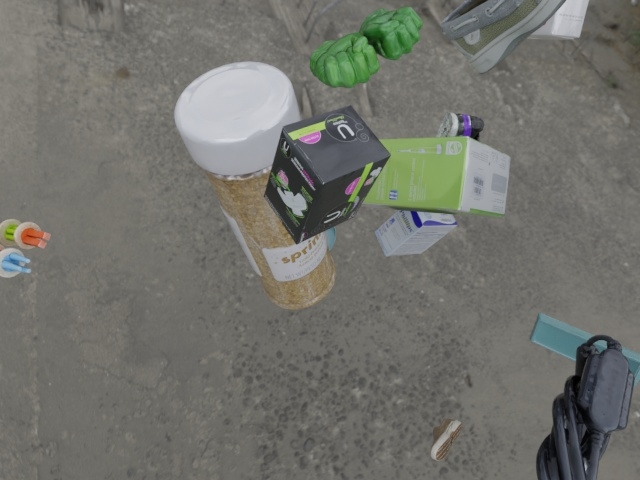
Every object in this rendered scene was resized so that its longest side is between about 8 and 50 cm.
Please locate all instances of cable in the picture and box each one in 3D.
[{"bbox_3d":[0.181,0.168,0.341,0.047,0.150,0.184,14,44,29],"label":"cable"}]

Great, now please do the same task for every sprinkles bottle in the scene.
[{"bbox_3d":[-0.060,-0.041,0.595,0.121,0.355,0.121,-5,56,7],"label":"sprinkles bottle"}]

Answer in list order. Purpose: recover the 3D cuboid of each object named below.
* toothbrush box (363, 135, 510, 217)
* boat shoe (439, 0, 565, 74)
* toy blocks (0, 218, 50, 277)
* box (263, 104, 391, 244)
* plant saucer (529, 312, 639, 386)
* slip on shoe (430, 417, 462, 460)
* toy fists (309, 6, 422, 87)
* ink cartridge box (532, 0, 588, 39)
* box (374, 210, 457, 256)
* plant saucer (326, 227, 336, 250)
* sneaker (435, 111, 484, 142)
[{"bbox_3d":[0.178,-0.116,0.883,0.206,0.283,0.122,2,96,-51],"label":"toothbrush box"},{"bbox_3d":[0.246,-0.319,0.570,0.103,0.320,0.118,36,83,-2],"label":"boat shoe"},{"bbox_3d":[-0.545,0.014,0.846,0.148,0.054,0.123,11,38,25],"label":"toy blocks"},{"bbox_3d":[0.002,-0.047,0.348,0.062,0.083,0.052,-26,72,-27],"label":"box"},{"bbox_3d":[0.497,0.206,0.885,0.192,0.067,0.018,23,30,31],"label":"plant saucer"},{"bbox_3d":[0.248,0.402,0.962,0.041,0.051,0.135,17,19,33],"label":"slip on shoe"},{"bbox_3d":[0.110,-0.449,1.088,0.279,0.096,0.142,-36,49,-12],"label":"toy fists"},{"bbox_3d":[0.509,-0.613,1.077,0.115,0.272,0.198,-11,27,-32],"label":"ink cartridge box"},{"bbox_3d":[0.221,-0.028,1.098,0.126,0.137,0.072,-3,60,-38],"label":"box"},{"bbox_3d":[0.000,0.000,1.349,0.021,0.119,0.119,33,36,-47],"label":"plant saucer"},{"bbox_3d":[0.447,-0.313,1.546,0.146,0.293,0.102,-3,73,-6],"label":"sneaker"}]
